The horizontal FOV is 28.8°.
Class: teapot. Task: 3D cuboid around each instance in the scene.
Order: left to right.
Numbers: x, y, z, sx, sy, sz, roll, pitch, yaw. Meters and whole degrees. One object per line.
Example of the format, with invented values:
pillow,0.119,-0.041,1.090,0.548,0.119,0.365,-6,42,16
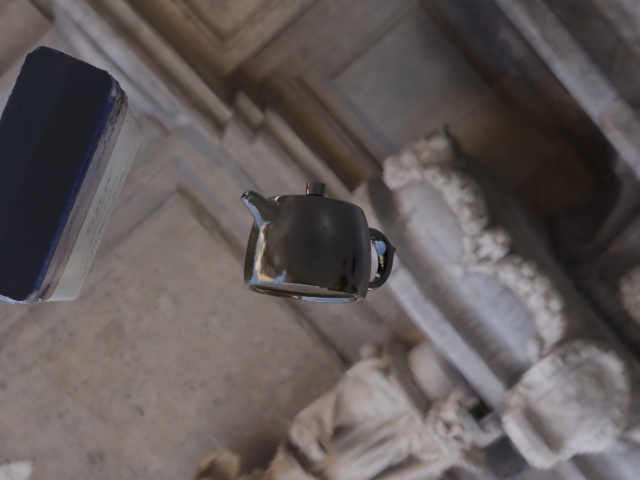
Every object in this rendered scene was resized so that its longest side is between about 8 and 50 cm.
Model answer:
teapot,0.000,0.000,0.747,0.121,0.076,0.068,14,-102,-38

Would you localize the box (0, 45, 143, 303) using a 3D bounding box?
box,-0.197,-0.037,0.926,0.071,0.168,0.259,22,176,-2
